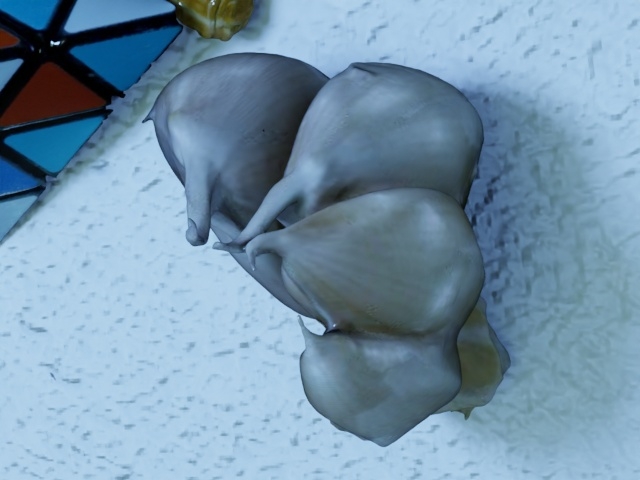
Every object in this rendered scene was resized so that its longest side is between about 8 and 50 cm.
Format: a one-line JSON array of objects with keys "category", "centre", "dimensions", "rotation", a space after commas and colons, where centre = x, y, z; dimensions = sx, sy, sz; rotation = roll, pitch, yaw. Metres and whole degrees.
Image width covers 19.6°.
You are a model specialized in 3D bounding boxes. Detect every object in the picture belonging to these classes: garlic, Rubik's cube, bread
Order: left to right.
[{"category": "Rubik's cube", "centre": [-0.260, -0.062, 1.238], "dimensions": [0.284, 0.250, 0.234], "rotation": [27, 140, 25]}, {"category": "bread", "centre": [-0.109, -0.184, 1.201], "dimensions": [0.157, 0.044, 0.052], "rotation": [34, 122, 18]}, {"category": "garlic", "centre": [0.000, 0.000, 1.087], "dimensions": [0.210, 0.292, 0.237], "rotation": [-3, 61, 22]}]
